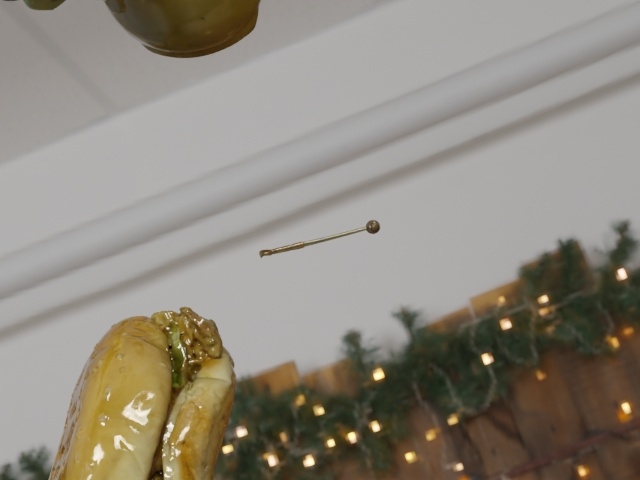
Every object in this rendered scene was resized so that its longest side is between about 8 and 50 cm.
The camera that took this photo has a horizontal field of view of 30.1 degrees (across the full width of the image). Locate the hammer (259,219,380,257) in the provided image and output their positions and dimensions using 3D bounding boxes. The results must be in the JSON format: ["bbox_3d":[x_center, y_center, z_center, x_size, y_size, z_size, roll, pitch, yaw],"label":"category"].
[{"bbox_3d":[0.000,0.000,1.155,0.123,0.014,0.029,-15,0,-11],"label":"hammer"}]

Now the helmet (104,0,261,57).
[{"bbox_3d":[-0.150,-0.308,1.504,0.257,0.140,0.205,-15,27,21],"label":"helmet"}]

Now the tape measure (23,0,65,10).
[{"bbox_3d":[-0.278,-0.323,1.246,0.200,0.106,0.175,-33,-4,25],"label":"tape measure"}]

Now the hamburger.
[{"bbox_3d":[-0.098,0.112,0.635,0.083,0.147,0.138,20,-26,-17],"label":"hamburger"}]
